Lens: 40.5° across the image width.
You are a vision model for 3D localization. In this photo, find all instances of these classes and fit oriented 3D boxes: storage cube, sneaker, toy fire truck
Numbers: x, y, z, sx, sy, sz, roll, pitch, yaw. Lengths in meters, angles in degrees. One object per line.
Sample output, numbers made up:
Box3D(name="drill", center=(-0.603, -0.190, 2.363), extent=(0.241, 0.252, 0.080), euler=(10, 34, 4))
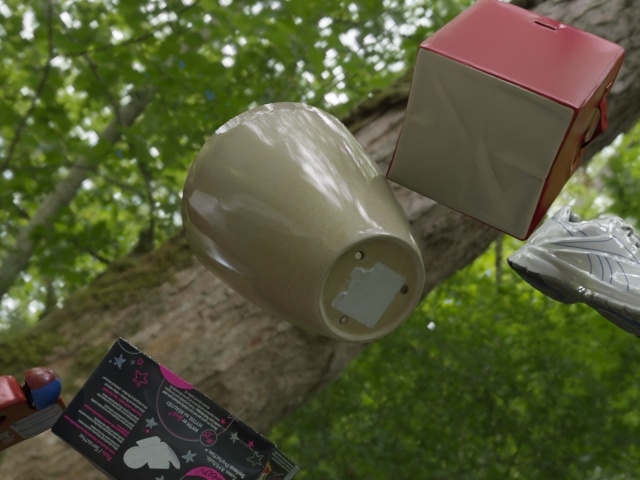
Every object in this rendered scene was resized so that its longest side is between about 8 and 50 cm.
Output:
Box3D(name="storage cube", center=(0.216, -0.148, 1.016), extent=(0.215, 0.193, 0.183), euler=(27, -49, 18))
Box3D(name="sneaker", center=(0.364, 0.034, 1.071), extent=(0.111, 0.129, 0.297), euler=(37, -4, -40))
Box3D(name="toy fire truck", center=(-0.433, 0.229, 1.041), extent=(0.169, 0.254, 0.302), euler=(59, -20, 13))

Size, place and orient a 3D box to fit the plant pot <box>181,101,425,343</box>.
Box3D(name="plant pot", center=(0.000, 0.000, 1.005), extent=(0.274, 0.256, 0.256), euler=(44, -19, 56))

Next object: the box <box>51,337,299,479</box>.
Box3D(name="box", center=(-0.174, 0.259, 1.067), extent=(0.247, 0.142, 0.163), euler=(31, -15, 20))
